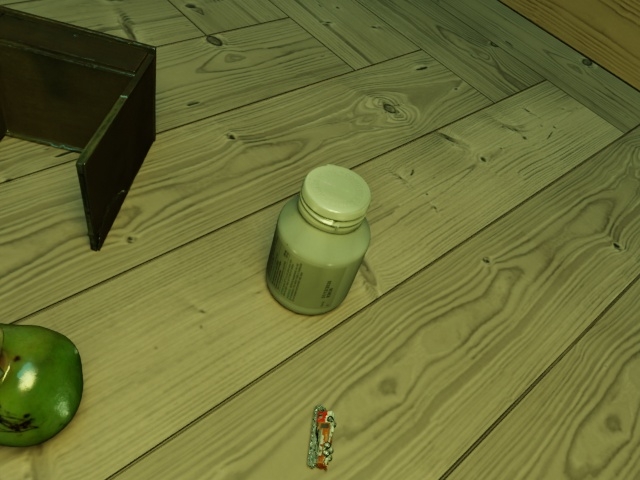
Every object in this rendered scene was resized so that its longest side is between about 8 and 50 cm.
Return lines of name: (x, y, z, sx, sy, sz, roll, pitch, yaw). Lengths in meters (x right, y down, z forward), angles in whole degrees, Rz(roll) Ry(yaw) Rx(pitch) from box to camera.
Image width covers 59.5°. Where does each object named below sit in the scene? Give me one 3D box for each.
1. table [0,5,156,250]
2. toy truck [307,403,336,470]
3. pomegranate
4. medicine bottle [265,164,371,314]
table: (-0.413, -0.172, 0.849, 0.250, 0.196, 0.282, 15, 48, -5)
toy truck: (0.003, 0.251, 0.718, 0.032, 0.024, 0.083, -5, 48, 18)
pomegranate: (-0.341, 0.147, 0.598, 0.152, 0.191, 0.131, 8, 65, -8)
medicine bottle: (0.000, 0.000, 0.806, 0.135, 0.215, 0.135, 8, 48, -9)
